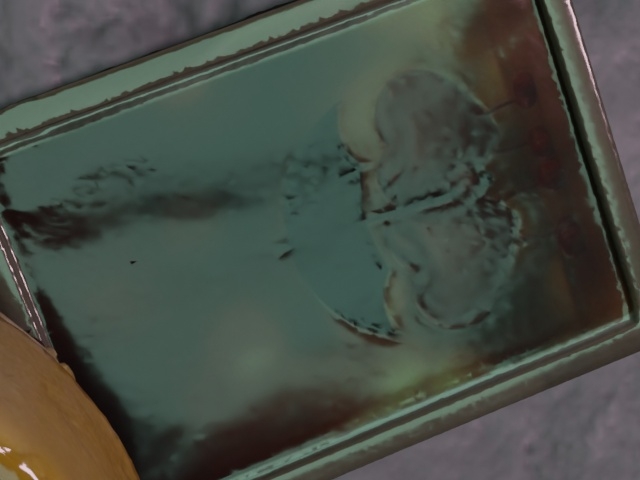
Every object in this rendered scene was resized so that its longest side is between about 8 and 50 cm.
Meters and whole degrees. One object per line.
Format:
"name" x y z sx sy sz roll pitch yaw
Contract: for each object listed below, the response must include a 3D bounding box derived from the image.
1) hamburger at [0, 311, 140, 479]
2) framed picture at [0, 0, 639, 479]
"hamburger" -0.205 0.139 0.533 0.300 0.176 0.300 -2 97 -14
"framed picture" 0.000 0.000 0.642 0.289 0.020 0.211 -21 102 -9
